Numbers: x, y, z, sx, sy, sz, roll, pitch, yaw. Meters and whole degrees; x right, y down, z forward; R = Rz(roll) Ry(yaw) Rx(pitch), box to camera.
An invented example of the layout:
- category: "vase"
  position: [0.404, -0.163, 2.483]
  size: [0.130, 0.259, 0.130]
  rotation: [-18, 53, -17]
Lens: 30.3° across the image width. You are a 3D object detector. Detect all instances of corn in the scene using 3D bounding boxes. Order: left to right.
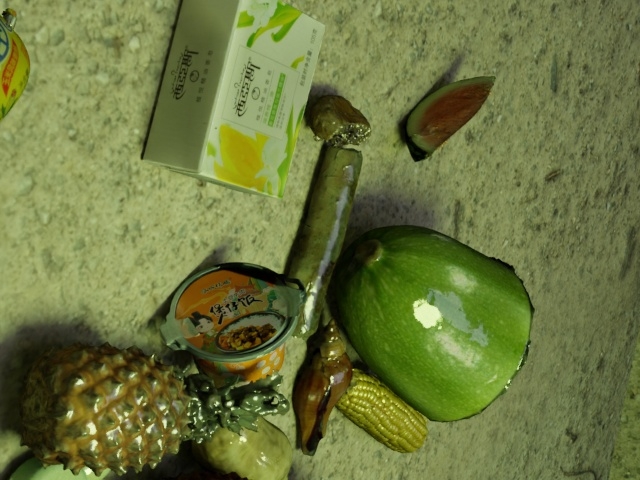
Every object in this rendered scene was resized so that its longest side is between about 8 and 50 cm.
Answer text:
- category: "corn"
  position: [0.112, 0.305, 2.109]
  size: [0.310, 0.101, 0.101]
  rotation: [45, 64, -52]

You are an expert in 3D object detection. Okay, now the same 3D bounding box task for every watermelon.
- category: "watermelon"
  position: [0.219, -0.210, 2.067]
  size: [0.245, 0.119, 0.063]
  rotation: [-47, 125, -36]

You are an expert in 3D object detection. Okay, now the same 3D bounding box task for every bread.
- category: "bread"
  position: [0.023, -0.184, 1.834]
  size: [0.060, 0.082, 0.113]
  rotation: [-44, 153, 28]

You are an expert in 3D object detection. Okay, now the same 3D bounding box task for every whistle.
- category: "whistle"
  position: [-0.318, 0.308, 1.520]
  size: [0.258, 0.067, 0.126]
  rotation: [-43, 134, -43]

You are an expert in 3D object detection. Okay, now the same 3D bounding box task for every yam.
- category: "yam"
  position: [0.000, 0.000, 1.870]
  size: [0.067, 0.071, 0.317]
  rotation: [60, 45, -85]

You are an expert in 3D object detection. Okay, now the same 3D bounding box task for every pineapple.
- category: "pineapple"
  position: [-0.199, 0.213, 1.505]
  size: [0.361, 0.175, 0.175]
  rotation: [5, 98, -36]

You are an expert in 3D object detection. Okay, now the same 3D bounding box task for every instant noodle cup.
- category: "instant noodle cup"
  position: [-0.118, 0.134, 1.674]
  size: [0.125, 0.208, 0.177]
  rotation: [88, -7, -48]

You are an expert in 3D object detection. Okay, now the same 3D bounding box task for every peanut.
- category: "peanut"
  position: [-0.116, 0.312, 1.759]
  size: [0.129, 0.129, 0.224]
  rotation: [-63, 142, -19]

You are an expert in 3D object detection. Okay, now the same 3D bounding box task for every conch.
- category: "conch"
  position: [0.006, 0.244, 1.950]
  size: [0.086, 0.080, 0.232]
  rotation: [18, 84, -34]

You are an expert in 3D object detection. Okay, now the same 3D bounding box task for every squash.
- category: "squash"
  position: [0.143, 0.120, 1.957]
  size: [0.309, 0.310, 0.310]
  rotation: [24, 81, -42]

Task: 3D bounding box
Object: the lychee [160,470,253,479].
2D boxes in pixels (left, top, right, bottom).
- category: "lychee"
  position: [-0.168, 0.447, 1.616]
  size: [0.276, 0.304, 0.275]
  rotation: [23, 54, -36]

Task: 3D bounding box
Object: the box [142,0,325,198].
- category: "box"
  position: [-0.113, -0.201, 1.599]
  size: [0.194, 0.111, 0.260]
  rotation: [13, 93, -56]

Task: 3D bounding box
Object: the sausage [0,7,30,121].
- category: "sausage"
  position: [-0.410, -0.113, 1.184]
  size: [0.347, 0.123, 0.123]
  rotation: [-55, 141, -27]
